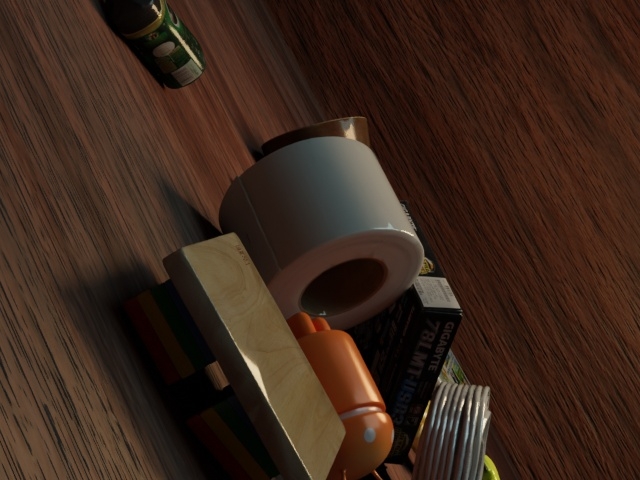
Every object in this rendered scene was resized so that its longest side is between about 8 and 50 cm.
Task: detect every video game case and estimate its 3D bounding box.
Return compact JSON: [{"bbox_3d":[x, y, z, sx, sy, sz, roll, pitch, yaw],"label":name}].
[{"bbox_3d":[0.239,0.240,2.628,0.300,0.036,0.329,61,11,0],"label":"video game case"}]

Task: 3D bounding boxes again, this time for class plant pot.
[{"bbox_3d":[0.017,-0.101,2.363,0.215,0.215,0.231,11,64,-80],"label":"plant pot"}]

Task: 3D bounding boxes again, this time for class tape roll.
[{"bbox_3d":[0.000,0.000,1.658,0.169,0.246,0.246,65,9,31],"label":"tape roll"}]

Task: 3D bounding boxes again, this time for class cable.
[{"bbox_3d":[0.184,0.329,1.731,0.257,0.089,0.257,-60,157,-57],"label":"cable"}]

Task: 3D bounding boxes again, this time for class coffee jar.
[{"bbox_3d":[-0.249,-0.315,1.814,0.184,0.079,0.096,51,14,-53],"label":"coffee jar"}]

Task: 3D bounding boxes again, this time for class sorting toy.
[{"bbox_3d":[-0.085,0.130,1.220,0.256,0.089,0.257,61,8,0],"label":"sorting toy"}]

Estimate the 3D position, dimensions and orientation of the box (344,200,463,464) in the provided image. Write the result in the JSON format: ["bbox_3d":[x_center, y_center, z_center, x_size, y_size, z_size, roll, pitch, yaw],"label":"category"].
[{"bbox_3d":[0.104,0.135,1.842,0.293,0.073,0.296,-108,-151,-55],"label":"box"}]

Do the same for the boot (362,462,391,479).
[{"bbox_3d":[0.056,0.292,1.702,0.121,0.045,0.099,51,15,-52],"label":"boot"}]

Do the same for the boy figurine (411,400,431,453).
[{"bbox_3d":[0.162,0.314,2.110,0.285,0.092,0.177,59,8,-15],"label":"boy figurine"}]

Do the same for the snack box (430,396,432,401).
[{"bbox_3d":[0.182,0.209,2.702,0.322,0.060,0.187,59,10,-7],"label":"snack box"}]

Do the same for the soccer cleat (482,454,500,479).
[{"bbox_3d":[0.354,0.558,2.369,0.121,0.093,0.289,11,53,-53],"label":"soccer cleat"}]

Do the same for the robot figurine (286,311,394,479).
[{"bbox_3d":[0.009,0.195,1.438,0.158,0.128,0.219,100,-32,-59],"label":"robot figurine"}]
